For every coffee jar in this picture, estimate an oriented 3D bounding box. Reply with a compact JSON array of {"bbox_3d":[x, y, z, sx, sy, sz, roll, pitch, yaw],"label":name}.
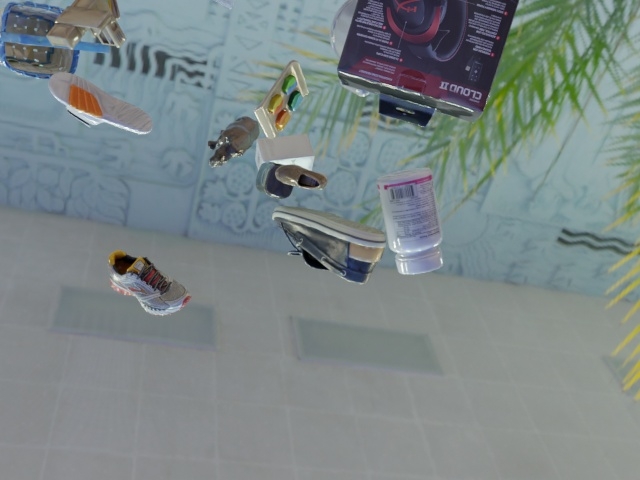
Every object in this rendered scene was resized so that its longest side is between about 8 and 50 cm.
[{"bbox_3d":[-0.126,-0.169,1.942,0.079,0.096,0.184,14,-175,-16],"label":"coffee jar"}]

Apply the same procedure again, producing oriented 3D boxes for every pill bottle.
[{"bbox_3d":[0.263,-0.056,1.989,0.160,0.283,0.160,-11,-170,2],"label":"pill bottle"}]

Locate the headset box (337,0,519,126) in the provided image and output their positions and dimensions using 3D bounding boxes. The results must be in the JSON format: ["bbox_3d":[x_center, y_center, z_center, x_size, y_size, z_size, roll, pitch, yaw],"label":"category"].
[{"bbox_3d":[0.161,-0.316,1.003,0.218,0.293,0.110,17,-177,5],"label":"headset box"}]

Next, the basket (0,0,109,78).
[{"bbox_3d":[-0.759,-0.548,1.914,0.288,0.201,0.254,13,-168,41],"label":"basket"}]

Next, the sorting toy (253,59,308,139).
[{"bbox_3d":[-0.113,-0.432,2.161,0.038,0.208,0.193,32,168,20],"label":"sorting toy"}]

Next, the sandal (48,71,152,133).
[{"bbox_3d":[-0.554,-0.319,1.730,0.265,0.076,0.102,26,-132,-22],"label":"sandal"}]

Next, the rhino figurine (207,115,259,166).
[{"bbox_3d":[-0.205,-0.226,1.610,0.073,0.106,0.243,56,-160,-17],"label":"rhino figurine"}]

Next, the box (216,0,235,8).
[{"bbox_3d":[-0.280,-0.729,1.981,0.102,0.087,0.101,24,-159,-15],"label":"box"}]

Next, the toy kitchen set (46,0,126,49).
[{"bbox_3d":[-0.282,-0.257,0.880,0.068,0.075,0.083,14,-119,23],"label":"toy kitchen set"}]

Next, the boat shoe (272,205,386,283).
[{"bbox_3d":[0.000,0.000,1.934,0.186,0.156,0.500,5,-170,-32],"label":"boat shoe"}]

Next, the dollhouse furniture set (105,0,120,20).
[{"bbox_3d":[-0.462,-0.522,1.421,0.076,0.152,0.058,-14,-169,-18],"label":"dollhouse furniture set"}]

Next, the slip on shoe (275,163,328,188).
[{"bbox_3d":[-0.050,-0.149,1.664,0.135,0.052,0.041,17,-157,17],"label":"slip on shoe"}]

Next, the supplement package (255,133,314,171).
[{"bbox_3d":[-0.122,-0.283,2.359,0.179,0.105,0.105,-9,-124,-15],"label":"supplement package"}]

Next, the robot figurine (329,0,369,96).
[{"bbox_3d":[0.147,-0.519,1.800,0.199,0.300,0.353,22,-160,-33],"label":"robot figurine"}]

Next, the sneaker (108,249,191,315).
[{"bbox_3d":[-0.383,0.091,1.519,0.225,0.093,0.088,20,-132,21],"label":"sneaker"}]
